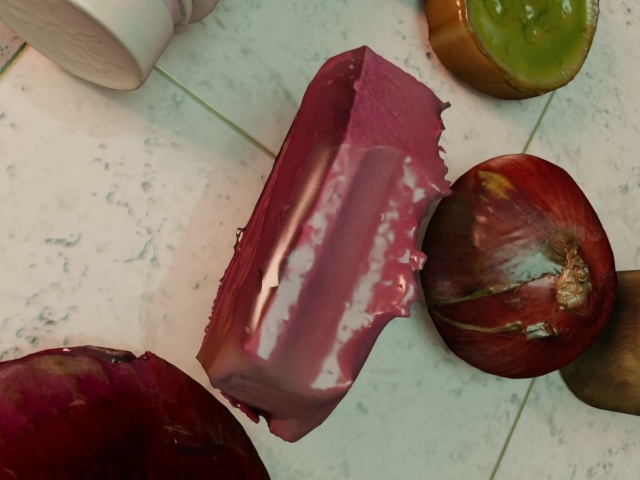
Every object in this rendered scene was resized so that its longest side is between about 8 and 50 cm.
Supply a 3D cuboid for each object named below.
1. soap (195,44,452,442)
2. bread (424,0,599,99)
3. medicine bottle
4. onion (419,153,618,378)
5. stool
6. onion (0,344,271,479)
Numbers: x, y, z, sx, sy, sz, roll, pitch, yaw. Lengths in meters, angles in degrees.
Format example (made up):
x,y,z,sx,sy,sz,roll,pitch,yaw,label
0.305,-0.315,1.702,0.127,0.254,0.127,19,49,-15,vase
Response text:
x,y,z,sx,sy,sz,roll,pitch,yaw,label
0.000,0.000,0.527,0.127,0.220,0.324,23,76,-12,soap
0.231,-0.279,0.723,0.236,0.070,0.236,1,89,-28,bread
-0.138,-0.282,0.513,0.170,0.170,0.293,31,72,-18,medicine bottle
0.224,0.030,0.661,0.248,0.161,0.248,2,87,-45,onion
0.420,0.116,0.672,0.179,0.264,0.179,3,83,-25,stool
-0.153,0.240,0.391,0.348,0.285,0.347,12,71,-39,onion
